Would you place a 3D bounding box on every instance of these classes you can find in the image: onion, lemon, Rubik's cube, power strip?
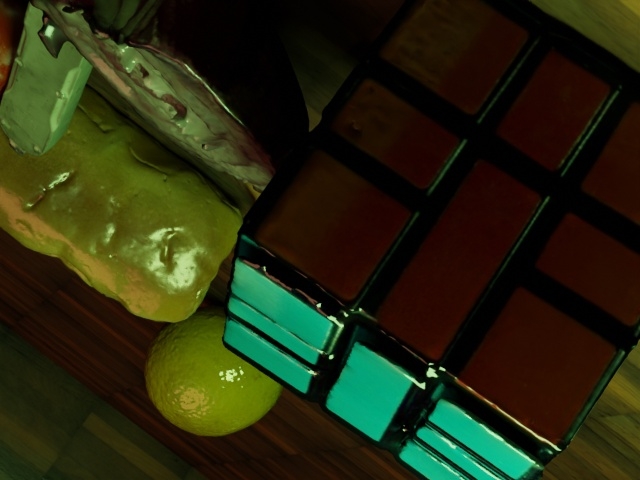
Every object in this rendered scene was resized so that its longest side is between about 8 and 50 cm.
[{"bbox_3d":[-0.099,-0.156,1.555,0.280,0.146,0.314,42,169,-34],"label":"onion"},{"bbox_3d":[-0.149,0.183,2.495,0.244,0.187,0.187,-18,132,30],"label":"lemon"},{"bbox_3d":[0.110,0.009,1.355,0.283,0.293,0.288,37,162,5],"label":"Rubik's cube"},{"bbox_3d":[-0.286,-0.178,1.878,0.080,0.048,0.286,40,144,5],"label":"power strip"}]

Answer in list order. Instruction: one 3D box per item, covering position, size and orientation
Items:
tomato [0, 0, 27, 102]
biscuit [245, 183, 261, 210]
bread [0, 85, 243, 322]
[{"bbox_3d":[-0.401,-0.222,1.955,0.187,0.187,0.151,27,-165,27],"label":"tomato"},{"bbox_3d":[0.000,0.000,1.946,0.216,0.047,0.340,28,161,27],"label":"biscuit"},{"bbox_3d":[-0.262,-0.054,2.065,0.344,0.195,0.149,35,168,-4],"label":"bread"}]
